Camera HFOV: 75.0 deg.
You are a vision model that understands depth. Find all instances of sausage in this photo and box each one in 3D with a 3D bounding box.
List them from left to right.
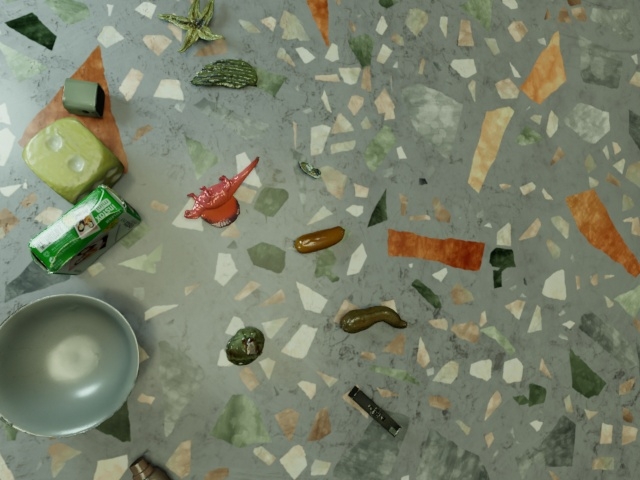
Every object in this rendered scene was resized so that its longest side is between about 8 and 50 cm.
[{"bbox_3d":[0.000,0.000,1.310,0.183,0.054,0.062,-14,120,-17],"label":"sausage"}]

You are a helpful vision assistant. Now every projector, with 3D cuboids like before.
[{"bbox_3d":[-0.655,-0.393,1.158,0.082,0.083,0.083,5,85,-13],"label":"projector"}]

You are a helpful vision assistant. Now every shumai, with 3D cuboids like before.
[{"bbox_3d":[-0.215,0.316,1.218,0.099,0.087,0.124,41,79,-9],"label":"shumai"}]

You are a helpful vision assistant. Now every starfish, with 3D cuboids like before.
[{"bbox_3d":[-0.385,-0.652,1.261,0.216,0.050,0.224,20,70,-6],"label":"starfish"}]

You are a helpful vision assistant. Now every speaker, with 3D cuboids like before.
[{"bbox_3d":[0.171,0.540,1.319,0.191,0.046,0.040,44,79,-7],"label":"speaker"}]

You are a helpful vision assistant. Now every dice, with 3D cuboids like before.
[{"bbox_3d":[-0.645,-0.205,1.105,0.169,0.166,0.169,46,78,-7],"label":"dice"}]

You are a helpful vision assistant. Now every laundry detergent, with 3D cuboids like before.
[{"bbox_3d":[-0.474,0.724,1.132,0.171,0.076,0.237,-32,94,-10],"label":"laundry detergent"}]

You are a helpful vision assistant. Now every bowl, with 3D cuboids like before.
[{"bbox_3d":[-0.637,0.305,1.078,0.345,0.157,0.346,1,87,-14],"label":"bowl"}]

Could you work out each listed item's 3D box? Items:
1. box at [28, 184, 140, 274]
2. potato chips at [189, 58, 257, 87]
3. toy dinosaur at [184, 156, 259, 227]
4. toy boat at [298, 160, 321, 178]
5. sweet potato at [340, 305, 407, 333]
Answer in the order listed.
[{"bbox_3d":[-0.610,-0.024,1.098,0.250,0.180,0.103,-43,92,-11],"label":"box"},{"bbox_3d":[-0.297,-0.513,1.285,0.207,0.028,0.092,-6,86,-16],"label":"potato chips"},{"bbox_3d":[-0.271,-0.127,1.254,0.286,0.070,0.139,-33,105,-17],"label":"toy dinosaur"},{"bbox_3d":[-0.036,-0.228,1.325,0.083,0.038,0.038,31,80,-11],"label":"toy boat"},{"bbox_3d":[0.170,0.250,1.333,0.232,0.062,0.081,-1,102,-17],"label":"sweet potato"}]
